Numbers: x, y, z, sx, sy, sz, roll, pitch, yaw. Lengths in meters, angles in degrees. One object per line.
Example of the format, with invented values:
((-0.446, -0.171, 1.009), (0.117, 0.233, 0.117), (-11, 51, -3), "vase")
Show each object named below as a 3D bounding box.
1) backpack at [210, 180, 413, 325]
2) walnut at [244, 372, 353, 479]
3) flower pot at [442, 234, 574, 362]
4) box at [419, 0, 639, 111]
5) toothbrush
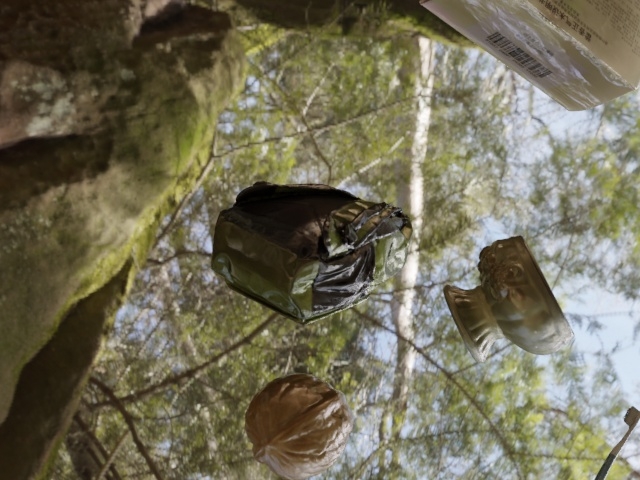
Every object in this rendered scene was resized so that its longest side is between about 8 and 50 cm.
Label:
((0.000, 0.000, 0.897), (0.207, 0.140, 0.253), (25, -152, 37), "backpack")
((-0.048, 0.396, 1.498), (0.224, 0.225, 0.261), (27, -164, 21), "walnut")
((0.453, 0.159, 1.726), (0.244, 0.307, 0.308), (-28, -133, 13), "flower pot")
((0.224, -0.252, 0.678), (0.212, 0.095, 0.168), (28, -108, -23), "box")
((0.523, 0.409, 1.277), (0.025, 0.019, 0.275), (42, -118, 6), "toothbrush")
